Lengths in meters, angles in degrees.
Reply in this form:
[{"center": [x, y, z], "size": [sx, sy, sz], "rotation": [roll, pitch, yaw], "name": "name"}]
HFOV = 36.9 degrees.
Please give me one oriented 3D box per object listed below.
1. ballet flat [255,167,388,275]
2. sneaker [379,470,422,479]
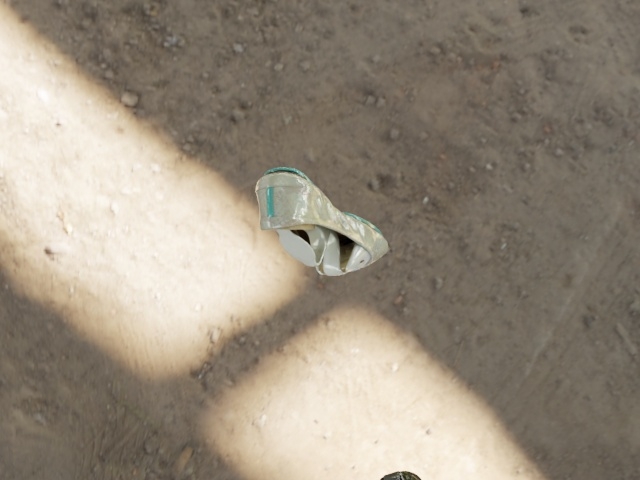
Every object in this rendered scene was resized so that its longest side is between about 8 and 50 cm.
[{"center": [0.000, 0.000, 0.718], "size": [0.057, 0.168, 0.052], "rotation": [-10, 66, 29], "name": "ballet flat"}, {"center": [0.095, 0.350, 1.146], "size": [0.102, 0.293, 0.146], "rotation": [-11, 74, 6], "name": "sneaker"}]
